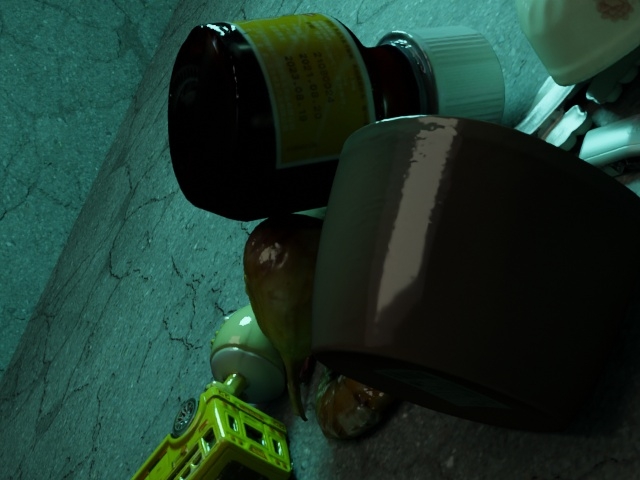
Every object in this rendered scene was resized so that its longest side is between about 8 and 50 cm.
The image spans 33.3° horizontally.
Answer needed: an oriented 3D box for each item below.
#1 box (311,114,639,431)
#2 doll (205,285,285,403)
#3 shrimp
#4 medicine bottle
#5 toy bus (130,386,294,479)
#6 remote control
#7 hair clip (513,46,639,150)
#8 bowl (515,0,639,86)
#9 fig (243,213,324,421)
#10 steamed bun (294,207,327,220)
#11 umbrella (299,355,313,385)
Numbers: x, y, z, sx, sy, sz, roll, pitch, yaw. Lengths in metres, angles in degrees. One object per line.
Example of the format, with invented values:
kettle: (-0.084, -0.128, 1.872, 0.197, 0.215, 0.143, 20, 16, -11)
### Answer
box: (0.133, 0.040, 0.992, 0.301, 0.301, 0.216, -11, 56, 60)
doll: (-0.091, 0.125, 1.542, 0.141, 0.117, 0.296, 91, -171, -49)
shrimp: (0.076, 0.076, 1.346, 0.233, 0.071, 0.365, -11, 56, 67)
medicine bottle: (0.025, -0.158, 1.317, 0.242, 0.395, 0.243, 21, 115, 56)
toy bus: (-0.184, 0.362, 1.408, 0.330, 0.144, 0.152, -51, 25, 13)
remote control: (0.332, -0.105, 1.092, 0.166, 0.029, 0.065, -18, 45, 56)
hair clip: (0.280, -0.162, 1.245, 0.220, 0.054, 0.140, -49, 20, 14)
bowl: (0.312, -0.308, 1.148, 0.277, 0.145, 0.277, -45, 11, 12)
fig: (-0.022, 0.097, 1.316, 0.159, 0.159, 0.257, -159, 68, -67)
steamed bun: (0.000, 0.000, 1.475, 0.228, 0.130, 0.177, -54, -8, -38)
umbrella: (-0.019, 0.150, 1.488, 0.027, 0.025, 0.165, 118, 169, -47)
